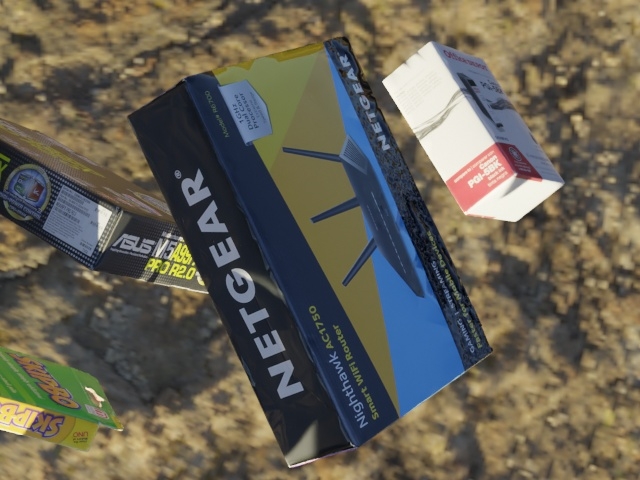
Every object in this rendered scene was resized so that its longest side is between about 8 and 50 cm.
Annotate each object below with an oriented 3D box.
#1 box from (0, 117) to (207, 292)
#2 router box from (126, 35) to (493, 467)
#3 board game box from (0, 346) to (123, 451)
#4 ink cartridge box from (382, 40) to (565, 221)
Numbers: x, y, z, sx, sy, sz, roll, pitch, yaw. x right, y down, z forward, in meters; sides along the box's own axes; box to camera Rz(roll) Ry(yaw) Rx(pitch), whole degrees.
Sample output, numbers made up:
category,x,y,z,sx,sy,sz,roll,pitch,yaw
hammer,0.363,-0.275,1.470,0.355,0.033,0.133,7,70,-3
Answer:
category,x,y,z,sx,sy,sz,roll,pitch,yaw
box,-0.238,-0.045,1.274,0.060,0.270,0.216,-63,155,4
router box,0.000,0.000,0.659,0.133,0.046,0.178,-26,91,-52
board game box,-0.292,0.107,1.119,0.259,0.124,0.039,18,100,-25
ink cartridge box,0.123,-0.087,1.115,0.099,0.056,0.135,4,51,-58
